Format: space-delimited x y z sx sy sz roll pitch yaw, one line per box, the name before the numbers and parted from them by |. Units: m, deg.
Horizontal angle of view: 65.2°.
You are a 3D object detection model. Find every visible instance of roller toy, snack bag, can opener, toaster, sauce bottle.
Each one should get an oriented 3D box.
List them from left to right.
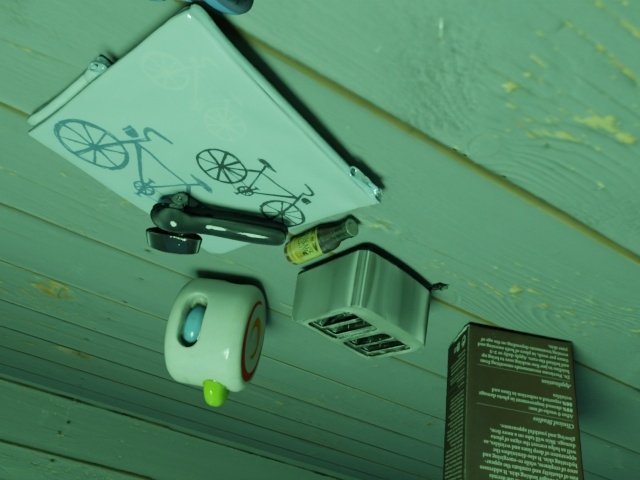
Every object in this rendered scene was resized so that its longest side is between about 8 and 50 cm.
snack bag | -0.144 -0.102 0.617 0.342 0.037 0.323 -16 138 38
roller toy | -0.188 0.165 0.900 0.146 0.209 0.191 7 112 8
can opener | -0.135 -0.020 0.662 0.186 0.059 0.073 3 122 -4
sauce bottle | 0.000 0.000 0.720 0.042 0.042 0.128 33 140 -29
toaster | 0.072 0.101 0.784 0.168 0.110 0.185 33 142 -30

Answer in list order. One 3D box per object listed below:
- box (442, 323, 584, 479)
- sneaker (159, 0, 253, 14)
box | 0.314 0.353 0.833 0.191 0.382 0.143 11 148 3
sneaker | -0.122 -0.224 0.409 0.144 0.053 0.059 29 144 -9
